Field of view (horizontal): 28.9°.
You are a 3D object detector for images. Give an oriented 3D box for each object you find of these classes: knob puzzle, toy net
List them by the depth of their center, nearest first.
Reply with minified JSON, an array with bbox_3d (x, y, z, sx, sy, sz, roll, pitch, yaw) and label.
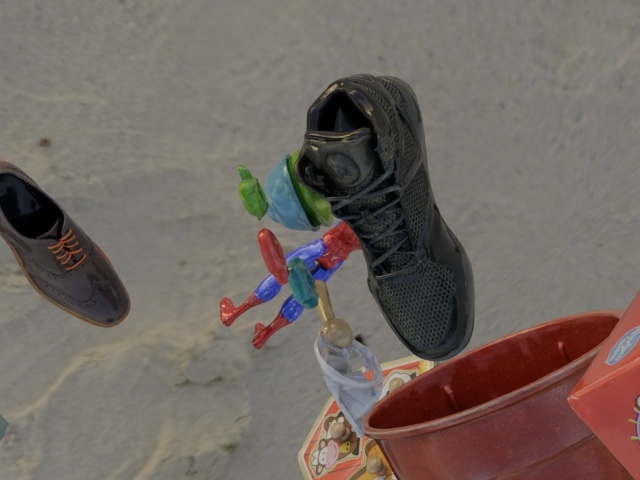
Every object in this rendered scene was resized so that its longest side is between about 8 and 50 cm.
[{"bbox_3d":[0.003,0.043,0.971,0.045,0.122,0.232,-22,90,10],"label":"toy net"},{"bbox_3d":[0.042,0.214,1.344,0.213,0.030,0.213,-30,44,33],"label":"knob puzzle"}]

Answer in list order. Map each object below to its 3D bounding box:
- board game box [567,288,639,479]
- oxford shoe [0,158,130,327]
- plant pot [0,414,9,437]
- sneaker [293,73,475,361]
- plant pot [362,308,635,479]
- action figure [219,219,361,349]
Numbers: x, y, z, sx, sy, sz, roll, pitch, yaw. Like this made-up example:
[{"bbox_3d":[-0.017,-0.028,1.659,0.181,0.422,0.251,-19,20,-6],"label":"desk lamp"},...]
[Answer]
[{"bbox_3d":[0.282,0.080,0.660,0.242,0.316,0.064,49,131,-1],"label":"board game box"},{"bbox_3d":[-0.333,0.013,1.556,0.097,0.098,0.271,-49,112,-15],"label":"oxford shoe"},{"bbox_3d":[-0.587,0.270,1.803,0.234,0.165,0.166,28,89,-7],"label":"plant pot"},{"bbox_3d":[0.043,-0.016,0.923,0.087,0.130,0.228,-16,85,29],"label":"sneaker"},{"bbox_3d":[0.212,0.239,1.166,0.272,0.272,0.265,-23,93,10],"label":"plant pot"},{"bbox_3d":[0.000,0.000,1.518,0.091,0.139,0.280,38,120,-25],"label":"action figure"}]
